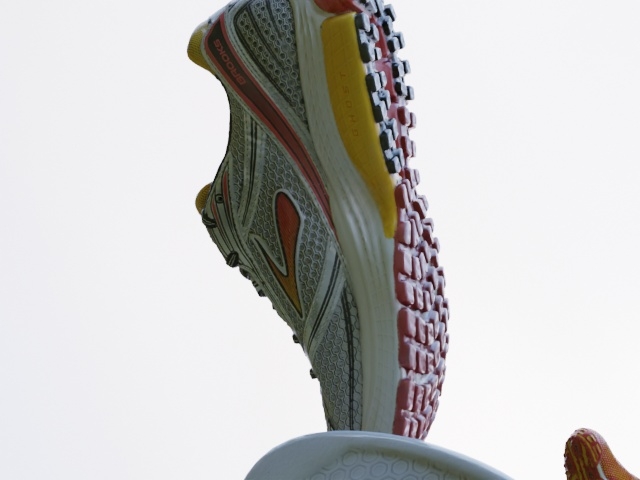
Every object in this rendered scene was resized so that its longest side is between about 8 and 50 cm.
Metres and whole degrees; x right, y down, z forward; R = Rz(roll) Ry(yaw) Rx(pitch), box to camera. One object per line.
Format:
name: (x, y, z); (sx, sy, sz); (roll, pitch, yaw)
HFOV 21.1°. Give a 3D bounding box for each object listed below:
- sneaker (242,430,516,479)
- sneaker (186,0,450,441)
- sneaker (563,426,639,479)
sneaker: (0.096, 0.174, 0.595); (0.296, 0.104, 0.147); (27, -18, 31)
sneaker: (0.000, 0.000, 0.732); (0.093, 0.088, 0.225); (-9, -88, 17)
sneaker: (0.241, 0.212, 1.290); (0.175, 0.067, 0.064); (59, -20, -7)
